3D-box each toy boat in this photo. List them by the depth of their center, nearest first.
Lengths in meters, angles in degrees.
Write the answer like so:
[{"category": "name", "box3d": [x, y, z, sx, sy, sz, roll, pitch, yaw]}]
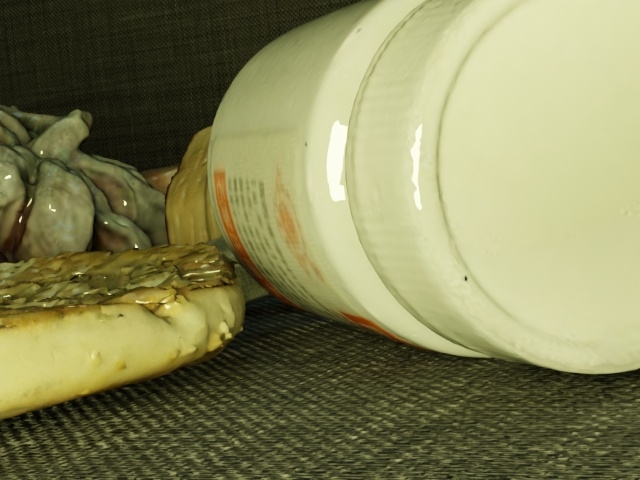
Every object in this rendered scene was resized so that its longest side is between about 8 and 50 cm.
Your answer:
[{"category": "toy boat", "box3d": [-0.080, -0.021, 1.247, 0.061, 0.116, 0.188, -16, 34, 23]}]

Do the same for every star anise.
[{"category": "star anise", "box3d": [-0.266, -0.051, 1.185, 0.359, 0.139, 0.316, 12, 20, -33]}]

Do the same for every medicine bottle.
[{"category": "medicine bottle", "box3d": [0.074, -0.042, 0.810, 0.211, 0.211, 0.371, -7, 5, -17]}]

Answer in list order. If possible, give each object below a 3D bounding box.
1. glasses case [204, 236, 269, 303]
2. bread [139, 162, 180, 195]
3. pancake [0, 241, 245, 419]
[{"category": "glasses case", "box3d": [0.000, 0.000, 1.068, 0.205, 0.047, 0.071, -20, 13, 13]}, {"category": "bread", "box3d": [-0.041, -0.035, 1.487, 0.327, 0.114, 0.295, -6, 4, 11]}, {"category": "pancake", "box3d": [-0.218, 0.058, 0.798, 0.382, 0.071, 0.382, -7, 4, 0]}]
